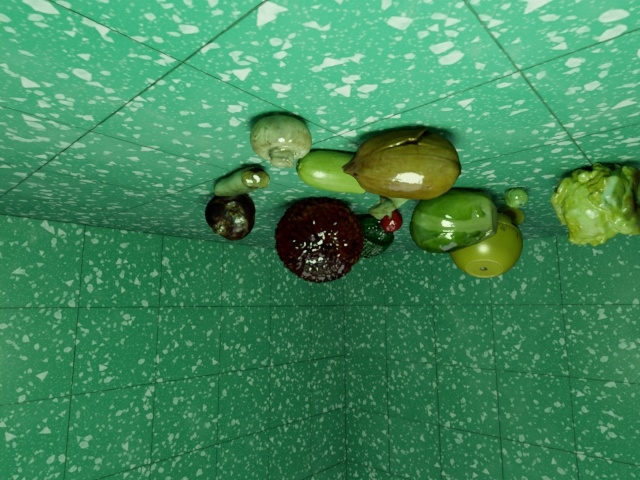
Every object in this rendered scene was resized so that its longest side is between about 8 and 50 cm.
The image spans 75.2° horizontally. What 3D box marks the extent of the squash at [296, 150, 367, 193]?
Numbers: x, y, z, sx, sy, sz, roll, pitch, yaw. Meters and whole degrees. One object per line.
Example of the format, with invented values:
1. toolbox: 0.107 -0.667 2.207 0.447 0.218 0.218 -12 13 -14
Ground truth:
1. squash: 0.036 -0.226 1.350 0.247 0.132 0.132 5 170 -18

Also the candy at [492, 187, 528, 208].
1. candy: 0.796 -0.179 1.886 0.093 0.092 0.336 -36 -169 -17

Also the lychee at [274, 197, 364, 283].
1. lychee: 0.000 0.000 1.935 0.425 0.424 0.500 3 -168 -22

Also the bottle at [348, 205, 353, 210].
1. bottle: 0.108 -0.140 2.127 0.060 0.060 0.217 3 169 -22

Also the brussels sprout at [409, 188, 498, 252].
1. brussels sprout: 0.567 -0.081 1.814 0.315 0.275 0.371 4 170 -45

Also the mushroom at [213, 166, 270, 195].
1. mushroom: -0.299 -0.214 1.554 0.107 0.087 0.333 11 170 -33

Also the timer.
1. timer: 0.796 -0.022 2.031 0.377 0.386 0.376 10 145 7

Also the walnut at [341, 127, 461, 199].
1. walnut: 0.229 -0.216 1.189 0.337 0.208 0.209 -2 171 2

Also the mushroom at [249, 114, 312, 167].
1. mushroom: -0.107 -0.262 1.106 0.167 0.127 0.166 0 164 0

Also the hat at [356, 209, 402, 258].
1. hat: 0.301 -0.068 2.225 0.274 0.242 0.332 -21 163 -41

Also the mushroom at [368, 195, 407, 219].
1. mushroom: 0.276 -0.216 1.470 0.217 0.212 0.292 -43 171 -20

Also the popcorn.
1. popcorn: 1.009 -0.133 1.521 0.313 0.311 0.312 0 171 0

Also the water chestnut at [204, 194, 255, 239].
1. water chestnut: -0.383 -0.116 1.830 0.224 0.223 0.238 -3 -153 16
